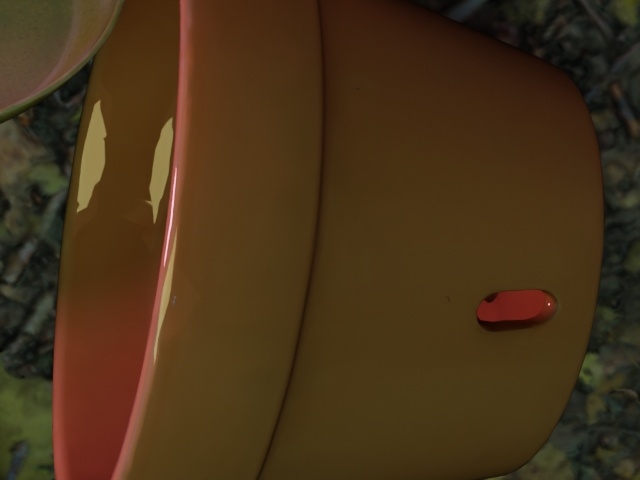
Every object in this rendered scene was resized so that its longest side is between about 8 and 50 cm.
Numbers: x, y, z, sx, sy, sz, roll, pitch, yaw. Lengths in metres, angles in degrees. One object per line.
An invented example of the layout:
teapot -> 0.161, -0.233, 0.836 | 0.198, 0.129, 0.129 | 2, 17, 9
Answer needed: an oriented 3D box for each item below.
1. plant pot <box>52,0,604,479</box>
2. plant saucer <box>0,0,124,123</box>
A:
plant pot -> 0.000, 0.000, 0.861 | 0.204, 0.291, 0.290 | 6, 116, -15
plant saucer -> -0.209, -0.117, 0.846 | 0.241, 0.241, 0.037 | 12, 135, 1
